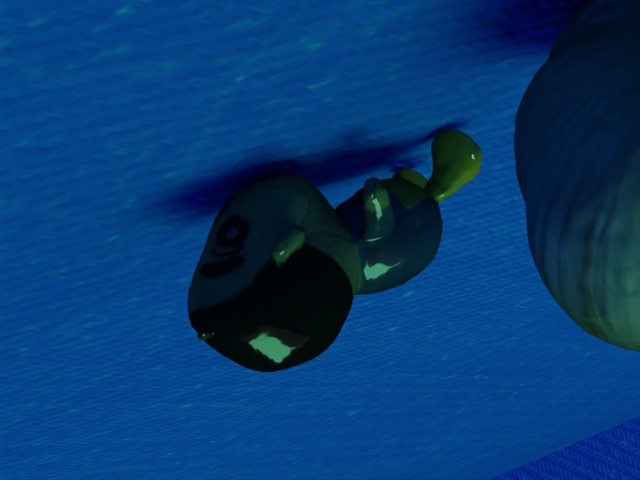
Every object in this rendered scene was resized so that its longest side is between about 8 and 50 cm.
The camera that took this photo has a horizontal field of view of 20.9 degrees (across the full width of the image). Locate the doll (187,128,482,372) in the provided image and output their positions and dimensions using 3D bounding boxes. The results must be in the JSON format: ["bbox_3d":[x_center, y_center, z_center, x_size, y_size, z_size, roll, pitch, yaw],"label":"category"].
[{"bbox_3d":[0.000,0.000,0.857,0.179,0.089,0.102,-39,178,-35],"label":"doll"}]

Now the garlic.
[{"bbox_3d":[0.176,-0.070,0.699,0.219,0.218,0.212,-20,131,0],"label":"garlic"}]
